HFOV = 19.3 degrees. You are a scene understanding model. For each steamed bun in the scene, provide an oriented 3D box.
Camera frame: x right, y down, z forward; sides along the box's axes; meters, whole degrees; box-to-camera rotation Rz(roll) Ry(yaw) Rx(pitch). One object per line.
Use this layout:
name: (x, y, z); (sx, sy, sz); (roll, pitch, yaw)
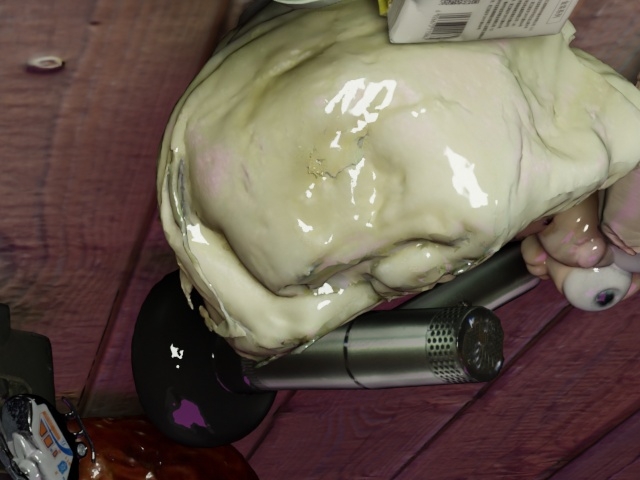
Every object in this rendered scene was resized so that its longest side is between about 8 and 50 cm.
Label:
steamed bun: (0.032, -0.069, 1.163); (0.268, 0.207, 0.280); (-27, 178, 43)

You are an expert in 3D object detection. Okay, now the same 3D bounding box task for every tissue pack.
tissue pack: (0.093, -0.179, 0.998); (0.106, 0.099, 0.149); (-4, 160, -12)

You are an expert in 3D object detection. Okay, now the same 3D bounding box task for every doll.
doll: (0.162, -0.025, 1.412); (0.278, 0.119, 0.154); (5, 134, -27)

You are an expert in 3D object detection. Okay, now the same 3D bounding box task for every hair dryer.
hair dryer: (0.052, 0.086, 1.581); (0.320, 0.156, 0.284); (-6, 178, 33)

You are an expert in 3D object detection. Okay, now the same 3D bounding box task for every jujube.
jujube: (-0.182, 0.278, 2.018); (0.197, 0.197, 0.290); (-22, 146, 35)

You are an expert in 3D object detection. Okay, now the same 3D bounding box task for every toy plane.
toy plane: (-0.225, 0.201, 1.573); (0.053, 0.197, 0.078); (-14, -163, 34)

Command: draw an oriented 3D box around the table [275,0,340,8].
table: (-0.066, -0.196, 0.864); (0.126, 0.126, 0.220); (-23, 154, 37)

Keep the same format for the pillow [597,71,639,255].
pillow: (0.322, -0.052, 1.348); (0.270, 0.067, 0.173); (7, 120, -26)

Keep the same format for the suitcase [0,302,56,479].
suitcase: (-0.447, 0.186, 1.681); (0.434, 0.194, 0.283); (-24, 154, 35)
